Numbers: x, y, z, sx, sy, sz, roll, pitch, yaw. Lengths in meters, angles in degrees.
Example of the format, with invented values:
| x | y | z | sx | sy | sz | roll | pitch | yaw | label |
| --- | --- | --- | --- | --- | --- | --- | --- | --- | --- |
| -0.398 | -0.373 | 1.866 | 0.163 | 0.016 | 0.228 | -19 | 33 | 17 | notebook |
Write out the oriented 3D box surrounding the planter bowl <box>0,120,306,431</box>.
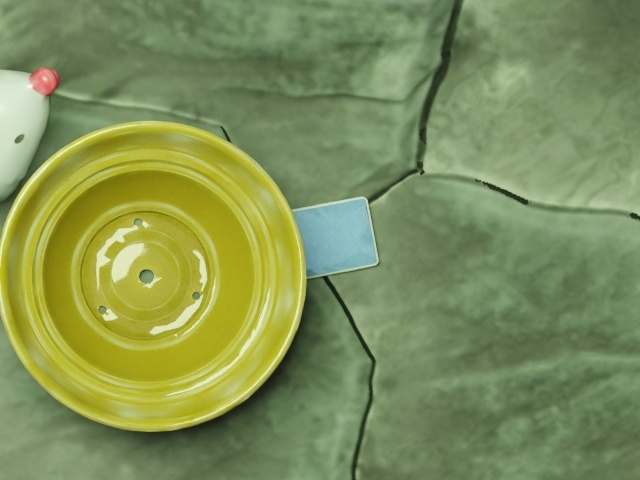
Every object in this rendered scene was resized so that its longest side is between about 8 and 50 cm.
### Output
| x | y | z | sx | sy | sz | roll | pitch | yaw | label |
| --- | --- | --- | --- | --- | --- | --- | --- | --- | --- |
| -0.123 | 0.026 | 1.220 | 0.217 | 0.090 | 0.217 | 0 | 89 | -9 | planter bowl |

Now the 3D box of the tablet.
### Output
| x | y | z | sx | sy | sz | roll | pitch | yaw | label |
| --- | --- | --- | --- | --- | --- | --- | --- | --- | --- |
| 0.000 | 0.000 | 1.285 | 0.083 | 0.006 | 0.054 | -11 | 91 | -9 | tablet |

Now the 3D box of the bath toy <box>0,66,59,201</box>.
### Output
| x | y | z | sx | sy | sz | roll | pitch | yaw | label |
| --- | --- | --- | --- | --- | --- | --- | --- | --- | --- |
| -0.307 | -0.178 | 1.155 | 0.129 | 0.151 | 0.348 | -33 | 99 | 28 | bath toy |
